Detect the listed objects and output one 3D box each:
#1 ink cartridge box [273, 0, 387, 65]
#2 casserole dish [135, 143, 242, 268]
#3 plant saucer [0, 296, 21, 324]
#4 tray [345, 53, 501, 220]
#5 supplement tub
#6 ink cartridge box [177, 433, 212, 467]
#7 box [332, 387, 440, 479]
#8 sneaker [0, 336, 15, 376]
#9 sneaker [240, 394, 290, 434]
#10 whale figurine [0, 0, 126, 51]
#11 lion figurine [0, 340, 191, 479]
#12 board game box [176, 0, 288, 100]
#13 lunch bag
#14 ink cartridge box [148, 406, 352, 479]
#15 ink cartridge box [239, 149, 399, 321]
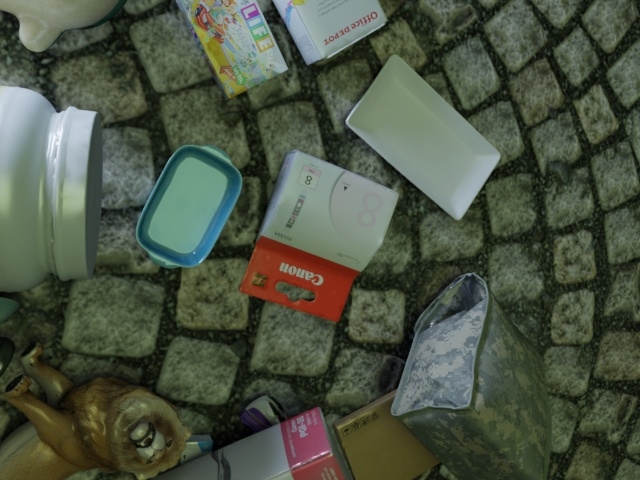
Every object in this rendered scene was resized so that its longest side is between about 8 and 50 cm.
[{"bbox_3d":[0.000,-0.369,0.921,0.127,0.072,0.175,-34,107,-15],"label":"ink cartridge box"},{"bbox_3d":[-0.192,-0.050,0.905,0.114,0.037,0.189,28,87,-22],"label":"casserole dish"},{"bbox_3d":[-0.462,0.095,0.734,0.194,0.195,0.038,2,74,-21],"label":"plant saucer"},{"bbox_3d":[0.173,-0.167,1.035,0.270,0.030,0.145,37,83,-21],"label":"tray"},{"bbox_3d":[-0.422,-0.061,0.694,0.324,0.235,0.236,3,95,-15],"label":"supplement tub"},{"bbox_3d":[-0.194,0.344,0.955,0.048,0.028,0.084,2,96,-20],"label":"ink cartridge box"},{"bbox_3d":[0.135,0.346,1.086,0.201,0.021,0.165,-24,104,-17],"label":"box"},{"bbox_3d":[-0.509,0.170,0.765,0.228,0.086,0.132,-37,117,-6],"label":"sneaker"},{"bbox_3d":[-0.068,0.323,0.994,0.071,0.068,0.170,-31,104,7],"label":"sneaker"},{"bbox_3d":[-0.363,-0.343,0.773,0.271,0.141,0.217,-9,100,5],"label":"whale figurine"},{"bbox_3d":[-0.391,0.301,0.835,0.392,0.142,0.240,-33,117,0],"label":"lion figurine"},{"bbox_3d":[-0.127,-0.298,0.906,0.103,0.026,0.154,-31,106,-15],"label":"board game box"},{"bbox_3d":[0.268,0.228,1.037,0.235,0.168,0.287,47,45,-23],"label":"lunch bag"},{"bbox_3d":[-0.089,0.402,0.910,0.282,0.117,0.207,-22,113,-2],"label":"ink cartridge box"},{"bbox_3d":[0.000,0.000,0.977,0.188,0.066,0.233,20,85,-22],"label":"ink cartridge box"}]
